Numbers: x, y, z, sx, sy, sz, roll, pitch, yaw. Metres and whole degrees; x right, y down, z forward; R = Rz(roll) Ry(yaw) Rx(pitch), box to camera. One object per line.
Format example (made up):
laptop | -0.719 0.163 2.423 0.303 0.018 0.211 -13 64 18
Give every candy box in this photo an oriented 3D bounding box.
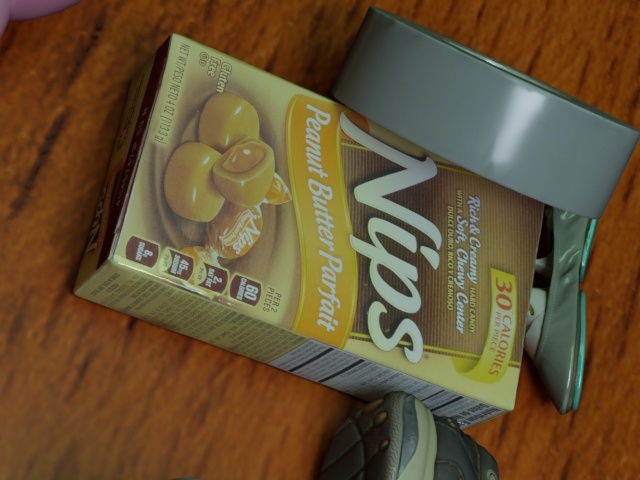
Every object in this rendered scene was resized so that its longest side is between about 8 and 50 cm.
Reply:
candy box | 0.000 0.000 1.217 0.316 0.087 0.183 21 64 -19

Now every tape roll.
tape roll | 0.121 -0.094 1.237 0.219 0.219 0.072 23 100 -19

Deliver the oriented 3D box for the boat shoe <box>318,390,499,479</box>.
boat shoe | 0.061 0.279 1.127 0.130 0.132 0.355 20 68 -23

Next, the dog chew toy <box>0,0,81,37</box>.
dog chew toy | -0.268 -0.192 1.090 0.206 0.206 0.332 47 66 -6

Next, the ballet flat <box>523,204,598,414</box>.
ballet flat | 0.179 0.034 1.321 0.068 0.072 0.213 9 65 5

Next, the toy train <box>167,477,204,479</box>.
toy train | -0.053 0.305 0.966 0.190 0.142 0.334 11 77 -48
